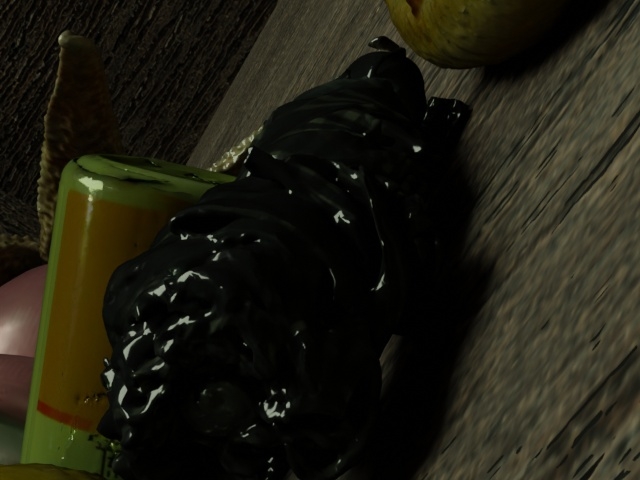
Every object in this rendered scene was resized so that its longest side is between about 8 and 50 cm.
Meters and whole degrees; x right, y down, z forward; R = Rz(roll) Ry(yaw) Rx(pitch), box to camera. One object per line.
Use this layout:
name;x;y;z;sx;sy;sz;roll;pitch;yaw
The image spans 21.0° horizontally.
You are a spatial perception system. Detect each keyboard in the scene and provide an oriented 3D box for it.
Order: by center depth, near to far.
keyboard;0.025;0.010;0.918;0.195;0.018;0.060;-63;10;-2

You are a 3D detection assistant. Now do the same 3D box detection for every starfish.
starfish;-0.145;-0.029;1.230;0.384;0.398;0.132;-47;44;37

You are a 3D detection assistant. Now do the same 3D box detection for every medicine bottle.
medicine bottle;-0.093;0.079;0.906;0.124;0.124;0.239;-120;39;-81

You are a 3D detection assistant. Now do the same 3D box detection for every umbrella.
umbrella;-0.007;0.010;0.784;0.154;0.128;0.336;-44;8;16

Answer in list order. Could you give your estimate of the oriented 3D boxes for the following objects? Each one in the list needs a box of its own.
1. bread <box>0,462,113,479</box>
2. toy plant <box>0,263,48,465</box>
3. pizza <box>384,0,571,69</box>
bread;-0.129;0.177;0.675;0.197;0.197;0.171;126;142;-48
toy plant;-0.191;0.196;1.082;0.356;0.210;0.317;-73;-15;-52
pizza;0.070;-0.163;0.854;0.258;0.087;0.268;93;169;-52
